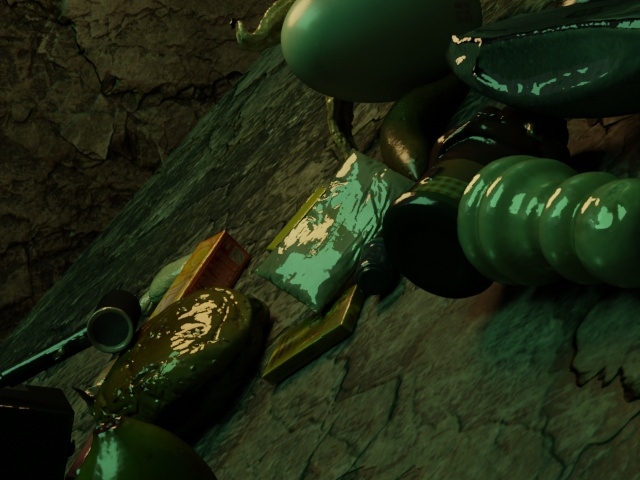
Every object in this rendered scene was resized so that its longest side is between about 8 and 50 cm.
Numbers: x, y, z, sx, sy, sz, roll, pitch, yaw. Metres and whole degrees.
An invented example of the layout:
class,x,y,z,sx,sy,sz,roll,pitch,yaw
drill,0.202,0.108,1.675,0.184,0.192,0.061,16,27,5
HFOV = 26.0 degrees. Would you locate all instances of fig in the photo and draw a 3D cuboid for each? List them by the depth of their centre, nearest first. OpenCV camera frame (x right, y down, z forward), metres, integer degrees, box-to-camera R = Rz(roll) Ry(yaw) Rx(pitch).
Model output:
class,x,y,z,sx,sy,sz,roll,pitch,yaw
fig,-0.204,0.300,1.515,0.203,0.225,0.203,-21,14,6

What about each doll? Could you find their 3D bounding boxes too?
class,x,y,z,sx,sy,sz,roll,pitch,yaw
doll,-0.255,0.070,2.512,0.214,0.071,0.103,-34,21,31

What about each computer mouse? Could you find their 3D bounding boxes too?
class,x,y,z,sx,sy,sz,roll,pitch,yaw
computer mouse,0.289,-0.190,1.474,0.203,0.114,0.374,-22,16,-30

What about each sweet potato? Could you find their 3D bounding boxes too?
class,x,y,z,sx,sy,sz,roll,pitch,yaw
sweet potato,0.143,-0.161,2.003,0.108,0.079,0.346,-5,34,23

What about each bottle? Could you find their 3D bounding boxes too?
class,x,y,z,sx,sy,sz,roll,pitch,yaw
bottle,0.185,-0.066,1.499,0.156,0.143,0.271,4,37,37

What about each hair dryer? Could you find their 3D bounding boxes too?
class,x,y,z,sx,sy,sz,roll,pitch,yaw
hair dryer,-0.385,0.157,2.061,0.255,0.070,0.128,-26,11,6

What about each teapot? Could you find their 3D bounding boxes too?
class,x,y,z,sx,sy,sz,roll,pitch,yaw
teapot,0.072,0.040,1.751,0.049,0.063,0.083,0,27,11

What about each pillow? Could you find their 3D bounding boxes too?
class,x,y,z,sx,sy,sz,roll,pitch,yaw
pillow,0.025,-0.012,1.852,0.230,0.050,0.148,-51,41,-11

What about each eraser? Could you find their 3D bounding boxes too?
class,x,y,z,sx,sy,sz,roll,pitch,yaw
eraser,0.000,0.000,1.939,0.122,0.097,0.045,-50,15,-14

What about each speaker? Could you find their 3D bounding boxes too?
class,x,y,z,sx,sy,sz,roll,pitch,yaw
speaker,-0.483,0.345,2.112,0.254,0.184,0.232,-168,88,-74

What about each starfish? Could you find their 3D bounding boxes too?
class,x,y,z,sx,sy,sz,roll,pitch,yaw
starfish,0.027,-0.317,2.289,0.082,0.324,0.432,-2,34,33

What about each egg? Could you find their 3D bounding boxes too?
class,x,y,z,sx,sy,sz,roll,pitch,yaw
egg,0.096,-0.324,2.128,0.371,0.230,0.230,-21,-6,-40

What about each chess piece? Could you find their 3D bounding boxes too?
class,x,y,z,sx,sy,sz,roll,pitch,yaw
chess piece,0.238,-0.014,1.278,0.133,0.133,0.243,-51,20,-12

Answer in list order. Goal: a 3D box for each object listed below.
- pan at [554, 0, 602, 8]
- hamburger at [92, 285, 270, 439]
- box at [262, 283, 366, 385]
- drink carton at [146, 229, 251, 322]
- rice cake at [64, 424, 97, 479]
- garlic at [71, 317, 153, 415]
class,x,y,z,sx,sy,sz,roll,pitch,yaw
pan,0.386,-0.347,1.839,0.202,0.048,0.128,-33,20,42
hamburger,-0.207,0.176,1.994,0.265,0.134,0.285,-42,18,28
box,-0.008,0.122,1.792,0.156,0.022,0.089,-36,19,36
drink carton,-0.212,0.094,2.336,0.096,0.071,0.223,-25,27,53
rice cake,-0.331,0.297,2.193,0.055,0.049,0.270,-34,20,43
garlic,-0.307,0.216,2.146,0.090,0.128,0.198,27,46,34
